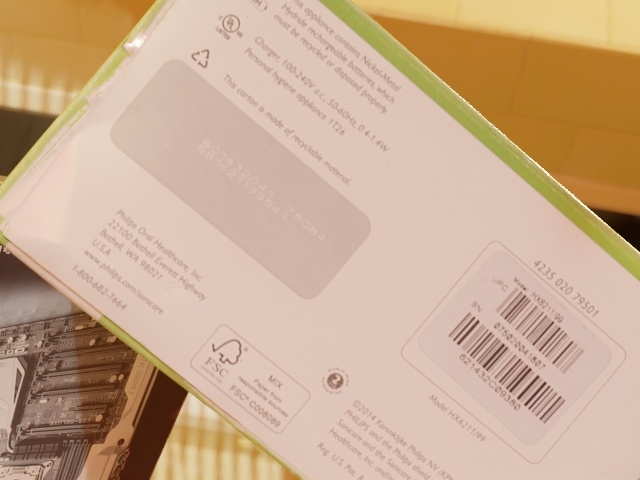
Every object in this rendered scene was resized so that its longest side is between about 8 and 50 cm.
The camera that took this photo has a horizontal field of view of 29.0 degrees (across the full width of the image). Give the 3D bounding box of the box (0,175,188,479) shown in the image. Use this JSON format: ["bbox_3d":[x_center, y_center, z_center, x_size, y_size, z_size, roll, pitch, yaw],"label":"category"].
[{"bbox_3d":[-0.206,0.083,0.674,0.307,0.076,0.242,9,-71,-52],"label":"box"}]

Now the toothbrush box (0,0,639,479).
[{"bbox_3d":[0.000,0.000,0.490,0.122,0.206,0.283,-50,9,-1],"label":"toothbrush box"}]
